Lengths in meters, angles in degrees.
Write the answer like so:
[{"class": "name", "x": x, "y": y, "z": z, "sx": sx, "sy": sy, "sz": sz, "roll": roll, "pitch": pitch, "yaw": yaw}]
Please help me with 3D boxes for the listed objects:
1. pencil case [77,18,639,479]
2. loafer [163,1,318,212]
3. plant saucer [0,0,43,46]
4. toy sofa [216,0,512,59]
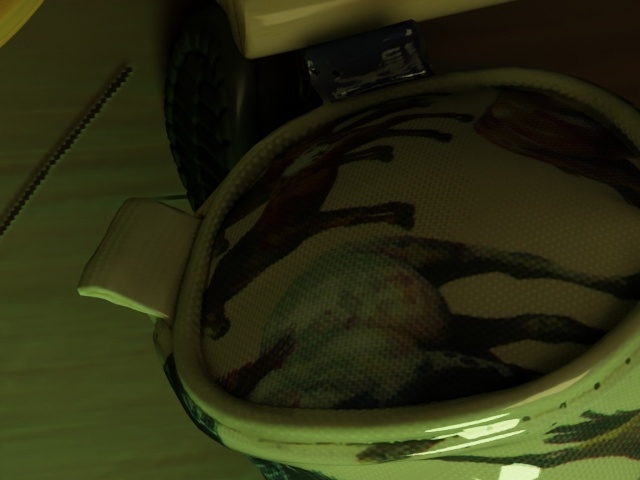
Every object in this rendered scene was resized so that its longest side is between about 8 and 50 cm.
[{"class": "pencil case", "x": 0.068, "y": 0.118, "z": 0.685, "sx": 0.160, "sy": 0.183, "sz": 0.410, "roll": -61, "pitch": 149, "yaw": -32}, {"class": "loafer", "x": 0.000, "y": 0.000, "z": 0.726, "sx": 0.078, "sy": 0.080, "sz": 0.220, "roll": -23, "pitch": 126, "yaw": -13}, {"class": "plant saucer", "x": -0.144, "y": -0.134, "z": 0.596, "sx": 0.200, "sy": 0.037, "sz": 0.200, "roll": -19, "pitch": 119, "yaw": -37}, {"class": "toy sofa", "x": 0.016, "y": -0.244, "z": 0.570, "sx": 0.150, "sy": 0.177, "sz": 0.362, "roll": -13, "pitch": 116, "yaw": -14}]
